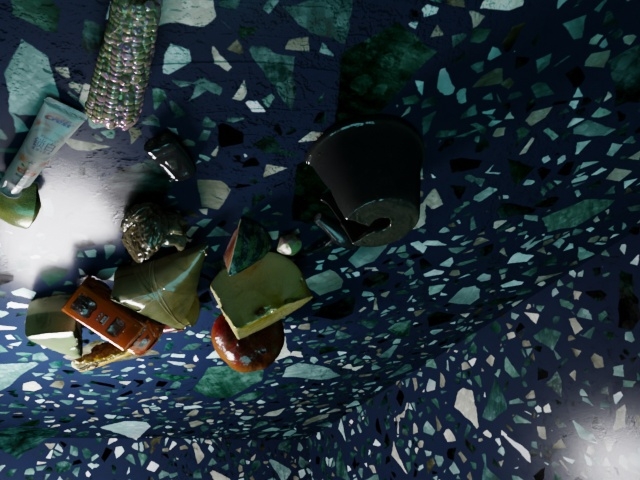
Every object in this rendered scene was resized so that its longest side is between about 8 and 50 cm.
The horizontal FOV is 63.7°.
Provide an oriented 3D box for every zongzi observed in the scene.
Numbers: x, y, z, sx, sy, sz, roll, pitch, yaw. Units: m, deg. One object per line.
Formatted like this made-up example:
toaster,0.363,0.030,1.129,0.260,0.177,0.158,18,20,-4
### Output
zongzi,-0.455,0.186,1.833,0.419,0.181,0.447,-24,145,15

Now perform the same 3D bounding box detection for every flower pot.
flower pot,0.158,-0.145,1.489,0.380,0.251,0.379,-8,142,-6

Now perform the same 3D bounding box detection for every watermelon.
watermelon,-0.252,0.048,1.720,0.136,0.207,0.202,27,152,-6

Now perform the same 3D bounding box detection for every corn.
corn,-0.421,-0.381,1.109,0.127,0.126,0.335,10,139,-27

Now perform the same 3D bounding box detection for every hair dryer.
hair dryer,0.000,0.000,1.808,0.219,0.075,0.196,-29,131,34

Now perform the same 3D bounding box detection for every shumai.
shumai,-0.497,-0.030,1.568,0.206,0.166,0.176,-29,169,41

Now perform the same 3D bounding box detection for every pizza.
pizza,-0.797,0.424,2.014,0.226,0.086,0.336,-27,172,33

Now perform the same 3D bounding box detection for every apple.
apple,-0.205,0.201,1.849,0.309,0.252,0.313,-29,119,-17

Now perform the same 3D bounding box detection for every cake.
cake,-0.973,0.329,1.901,0.172,0.157,0.283,1,145,-16

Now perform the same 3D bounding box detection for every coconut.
coconut,-0.105,0.013,1.774,0.082,0.081,0.083,16,167,21

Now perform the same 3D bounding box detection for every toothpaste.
toothpaste,-0.709,-0.227,1.293,0.323,0.066,0.100,-40,136,26

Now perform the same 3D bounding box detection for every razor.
razor,-0.399,-0.223,1.385,0.090,0.054,0.148,-18,145,8

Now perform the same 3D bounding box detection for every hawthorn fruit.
hawthorn fruit,-0.283,0.395,2.106,0.285,0.284,0.369,-13,166,1

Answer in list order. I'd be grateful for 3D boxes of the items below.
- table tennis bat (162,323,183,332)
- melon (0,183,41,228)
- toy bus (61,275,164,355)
table tennis bat,-0.689,0.355,2.038,0.311,0.038,0.200,-8,168,7
melon,-0.851,-0.088,1.422,0.128,0.079,0.160,15,137,-34
toy bus,-0.709,0.274,1.780,0.329,0.153,0.143,40,86,-15
